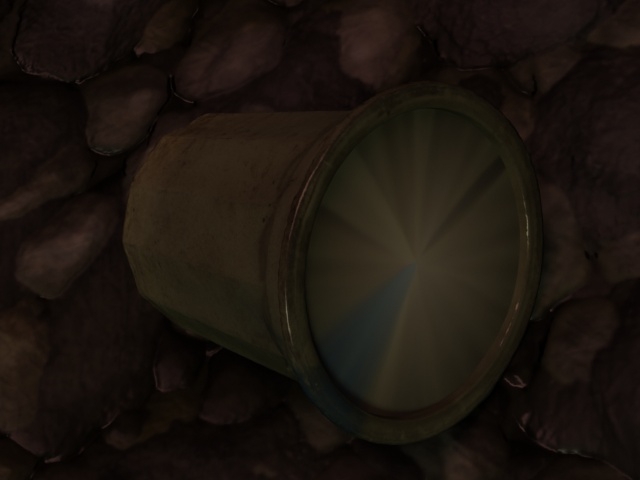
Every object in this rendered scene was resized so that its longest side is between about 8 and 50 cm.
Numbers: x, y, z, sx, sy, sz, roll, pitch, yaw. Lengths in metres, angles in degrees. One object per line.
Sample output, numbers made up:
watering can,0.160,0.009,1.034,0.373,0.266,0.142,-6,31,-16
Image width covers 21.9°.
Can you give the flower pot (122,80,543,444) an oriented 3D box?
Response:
flower pot,0.000,0.000,1.009,0.203,0.212,0.212,13,67,50
